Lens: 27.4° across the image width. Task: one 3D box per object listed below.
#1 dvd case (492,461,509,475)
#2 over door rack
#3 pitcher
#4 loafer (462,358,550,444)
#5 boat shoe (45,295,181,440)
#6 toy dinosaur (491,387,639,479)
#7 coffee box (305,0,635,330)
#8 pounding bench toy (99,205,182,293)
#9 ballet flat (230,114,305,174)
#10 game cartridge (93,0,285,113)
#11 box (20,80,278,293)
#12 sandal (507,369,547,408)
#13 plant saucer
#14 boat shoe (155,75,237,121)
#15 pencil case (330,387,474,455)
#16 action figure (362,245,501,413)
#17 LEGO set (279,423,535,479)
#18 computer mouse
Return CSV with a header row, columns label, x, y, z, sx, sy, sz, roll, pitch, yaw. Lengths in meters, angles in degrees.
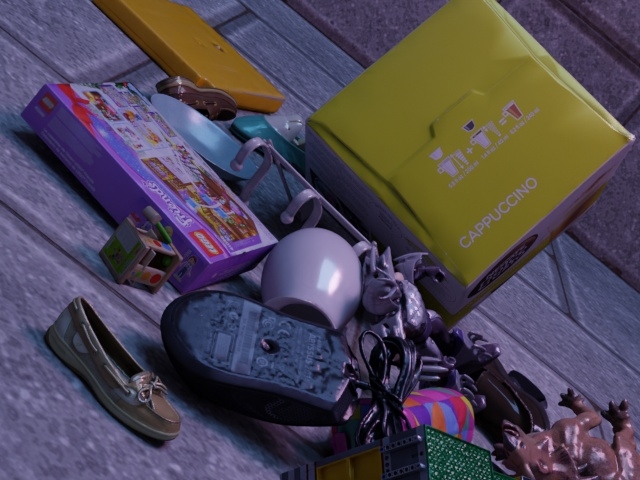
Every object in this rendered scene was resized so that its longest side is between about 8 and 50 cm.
label,x,y,z,sx,sy,sz,roll,pitch,yaw
dvd case,0.234,0.346,1.548,0.179,0.029,0.239,39,15,-4
over door rack,0.000,0.000,1.871,0.239,0.108,0.324,46,2,20
pitcher,0.000,0.089,1.586,0.178,0.125,0.207,58,19,-21
loafer,0.239,0.227,1.835,0.078,0.080,0.220,17,20,-34
boat shoe,-0.178,0.116,1.173,0.153,0.048,0.056,43,15,12
toy dinosaur,0.323,0.281,1.551,0.295,0.127,0.200,15,22,-9
coffee box,0.210,-0.113,1.983,0.338,0.337,0.334,47,-10,11
pounding bench toy,-0.182,0.006,1.413,0.065,0.083,0.052,21,24,-50
ballet flat,-0.040,-0.168,2.256,0.247,0.087,0.083,31,18,-30
game cartridge,-0.233,-0.341,2.377,0.285,0.053,0.323,44,18,15
box,-0.201,-0.072,1.585,0.293,0.057,0.201,47,20,10
sandal,0.303,0.236,1.979,0.097,0.054,0.254,40,15,1
plant saucer,-0.181,-0.141,1.935,0.195,0.037,0.195,38,15,-12
boat shoe,-0.193,-0.209,2.077,0.178,0.064,0.060,13,61,-57
pencil case,0.093,0.216,1.461,0.104,0.104,0.236,46,14,21
action figure,0.129,0.113,1.626,0.285,0.099,0.185,48,38,-47
LEGO set,0.095,0.307,1.149,0.331,0.192,0.255,18,55,-47
computer mouse,-0.039,0.141,1.319,0.272,0.072,0.188,22,43,-6
